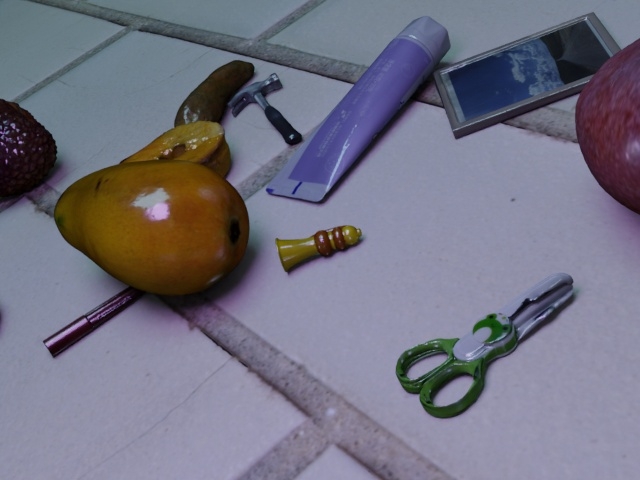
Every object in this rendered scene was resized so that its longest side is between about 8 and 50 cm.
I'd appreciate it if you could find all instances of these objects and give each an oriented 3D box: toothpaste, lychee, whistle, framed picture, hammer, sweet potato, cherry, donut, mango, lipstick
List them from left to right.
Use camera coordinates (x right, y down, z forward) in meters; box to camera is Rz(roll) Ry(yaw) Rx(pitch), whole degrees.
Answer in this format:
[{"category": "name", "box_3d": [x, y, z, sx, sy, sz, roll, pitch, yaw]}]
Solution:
[{"category": "lychee", "box_3d": [-0.584, -0.161, 1.723, 0.188, 0.188, 0.188, -18, 33, 12]}, {"category": "lipstick", "box_3d": [-0.293, 0.097, 1.286, 0.176, 0.027, 0.027, -34, 33, -16]}, {"category": "mango", "box_3d": [-0.228, -0.025, 1.262, 0.211, 0.173, 0.317, -13, 18, -43]}, {"category": "donut", "box_3d": [-0.226, -0.113, 1.495, 0.174, 0.074, 0.190, 0, 36, 36]}, {"category": "sweet potato", "box_3d": [-0.190, -0.252, 1.677, 0.075, 0.075, 0.273, -8, 32, 25]}, {"category": "hammer", "box_3d": [-0.085, -0.209, 1.579, 0.103, 0.029, 0.246, -27, 34, -3]}, {"category": "whistle", "box_3d": [0.000, 0.006, 1.215, 0.109, 0.057, 0.046, -16, 77, -1]}, {"category": "toothpaste", "box_3d": [0.064, -0.196, 1.418, 0.125, 0.080, 0.371, 13, 54, 46]}, {"category": "framed picture", "box_3d": [0.298, -0.239, 1.365, 0.260, 0.023, 0.189, -19, 35, 10]}, {"category": "cherry", "box_3d": [0.389, -0.125, 0.960, 0.261, 0.221, 0.307, -35, 20, -30]}]

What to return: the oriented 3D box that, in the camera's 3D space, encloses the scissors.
[{"category": "scissors", "box_3d": [0.173, 0.097, 0.961, 0.204, 0.027, 0.101, -35, 36, -10]}]
